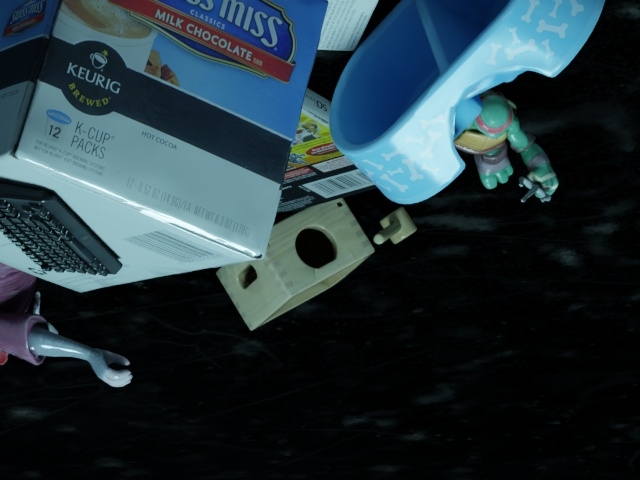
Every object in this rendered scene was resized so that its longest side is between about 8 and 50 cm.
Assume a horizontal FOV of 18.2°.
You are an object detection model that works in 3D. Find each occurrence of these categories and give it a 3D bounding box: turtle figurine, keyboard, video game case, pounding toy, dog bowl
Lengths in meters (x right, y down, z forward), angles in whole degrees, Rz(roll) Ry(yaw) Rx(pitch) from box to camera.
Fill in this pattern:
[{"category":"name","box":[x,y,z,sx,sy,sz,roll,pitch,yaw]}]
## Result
[{"category":"turtle figurine","box":[0.159,-0.097,2.025,0.175,0.118,0.234,14,172,-4]},{"category":"keyboard","box":[-0.232,-0.009,1.579,0.108,0.023,0.180,11,163,16]},{"category":"video game case","box":[-0.076,-0.087,2.133,0.275,0.035,0.248,-15,156,31]},{"category":"pounding toy","box":[0.008,-0.006,2.280,0.206,0.094,0.181,-28,173,-30]},{"category":"dog bowl","box":[0.119,-0.166,1.719,0.074,0.166,0.297,29,119,-31]}]

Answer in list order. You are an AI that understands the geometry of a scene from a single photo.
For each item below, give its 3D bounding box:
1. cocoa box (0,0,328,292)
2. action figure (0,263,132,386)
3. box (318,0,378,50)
[{"category":"cocoa box","box":[-0.193,-0.111,1.657,0.231,0.228,0.347,23,163,-27]},{"category":"action figure","box":[-0.331,0.015,1.981,0.276,0.248,0.370,-5,140,-18]},{"category":"box","box":[-0.024,-0.224,1.734,0.137,0.072,0.126,1,159,-12]}]
